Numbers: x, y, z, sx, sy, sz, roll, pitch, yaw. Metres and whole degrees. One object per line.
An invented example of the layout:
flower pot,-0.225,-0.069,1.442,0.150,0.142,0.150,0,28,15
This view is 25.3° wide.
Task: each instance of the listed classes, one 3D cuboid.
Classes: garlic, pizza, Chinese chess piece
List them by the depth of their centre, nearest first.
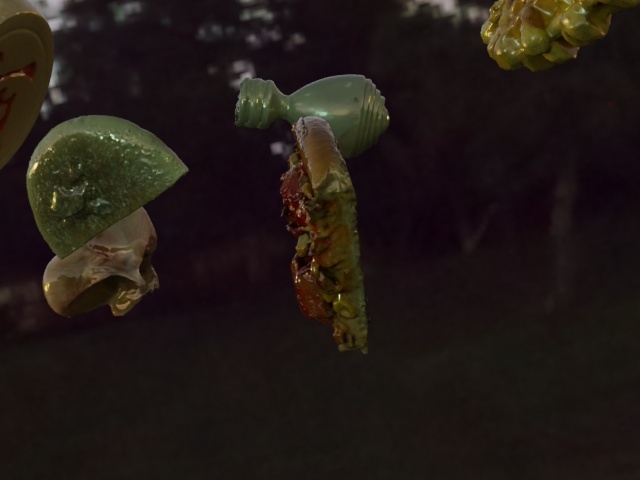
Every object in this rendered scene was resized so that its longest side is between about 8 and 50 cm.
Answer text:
pizza,0.000,0.000,1.093,0.053,0.193,0.201,-11,4,-3
Chinese chess piece,-0.443,-0.194,1.795,0.102,0.273,0.273,26,7,11
garlic,-0.281,0.033,1.846,0.174,0.124,0.099,-38,-7,-3

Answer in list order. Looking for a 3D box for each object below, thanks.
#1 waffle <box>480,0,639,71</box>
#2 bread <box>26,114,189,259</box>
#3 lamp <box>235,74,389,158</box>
waffle,0.228,-0.252,1.103,0.065,0.283,0.309,30,-6,-13
bread,-0.228,-0.062,1.381,0.193,0.112,0.036,-30,13,33
lamp,-0.009,-0.163,1.778,0.193,0.106,0.106,9,-3,-4
